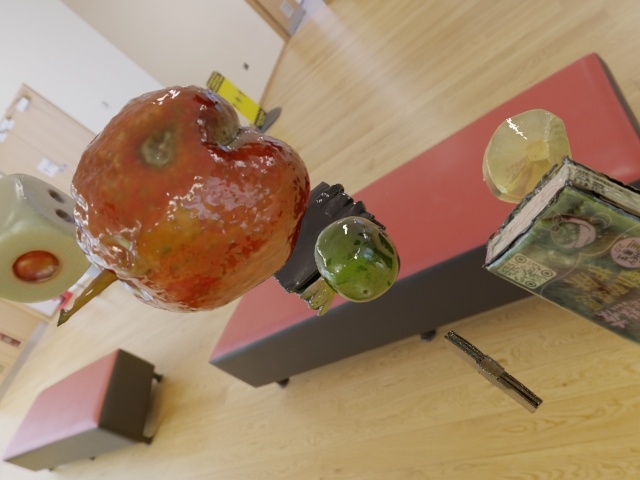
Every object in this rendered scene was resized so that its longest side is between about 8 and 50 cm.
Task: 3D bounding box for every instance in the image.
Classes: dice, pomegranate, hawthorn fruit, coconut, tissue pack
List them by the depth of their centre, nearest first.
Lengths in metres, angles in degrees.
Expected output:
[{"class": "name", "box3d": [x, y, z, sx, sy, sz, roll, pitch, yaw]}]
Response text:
[{"class": "hawthorn fruit", "box3d": [-0.139, -0.014, 0.420, 0.243, 0.207, 0.207, -48, 25, -21]}, {"class": "tissue pack", "box3d": [0.507, 0.040, 0.810, 0.259, 0.362, 0.122, 111, -174, -52]}, {"class": "dice", "box3d": [-0.583, -0.002, 0.933, 0.193, 0.194, 0.192, -44, 51, 4]}, {"class": "pomegranate", "box3d": [0.054, 0.060, 0.970, 0.225, 0.187, 0.187, -44, 28, 9]}, {"class": "coconut", "box3d": [0.510, -0.205, 1.159, 0.198, 0.236, 0.236, -1, 48, 16]}]

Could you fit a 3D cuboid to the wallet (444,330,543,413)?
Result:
[{"class": "wallet", "box3d": [0.375, 0.288, 1.026, 0.042, 0.124, 0.230, -47, 60, -3]}]

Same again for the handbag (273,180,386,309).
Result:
[{"class": "handbag", "box3d": [0.000, 0.000, 1.319, 0.329, 0.122, 0.303, -46, 37, -2]}]
